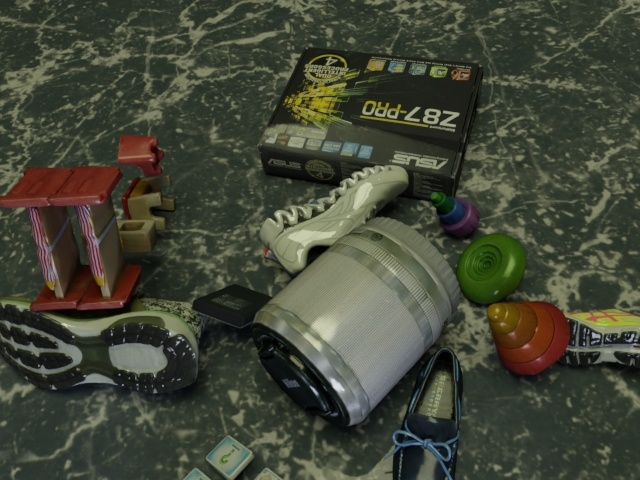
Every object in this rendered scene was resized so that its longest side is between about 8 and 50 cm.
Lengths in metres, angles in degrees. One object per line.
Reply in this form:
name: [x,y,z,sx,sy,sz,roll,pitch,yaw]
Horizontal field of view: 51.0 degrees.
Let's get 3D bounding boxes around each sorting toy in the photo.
sorting toy: [0.258,0.041,1.084,0.127,0.126,0.365,-40,42,21]

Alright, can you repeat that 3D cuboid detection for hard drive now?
hard drive: [-0.139,0.107,1.126,0.094,0.022,0.135,17,14,18]

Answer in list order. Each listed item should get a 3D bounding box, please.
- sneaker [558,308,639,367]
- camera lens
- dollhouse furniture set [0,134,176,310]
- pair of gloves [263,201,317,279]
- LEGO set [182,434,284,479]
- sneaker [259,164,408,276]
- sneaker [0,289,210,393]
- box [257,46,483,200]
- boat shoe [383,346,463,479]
sneaker: [0.431,0.145,1.054,0.209,0.081,0.094,8,24,22]
camera lens: [0.051,0.122,1.018,0.219,0.219,0.274,35,64,29]
dollhouse furniture set: [-0.372,-0.063,1.144,0.152,0.201,0.374,-1,29,2]
pair of gloves: [0.000,0.000,1.246,0.159,0.023,0.198,26,60,24]
LEGO set: [-0.138,0.362,0.898,0.182,0.060,0.244,-43,30,-23]
sneaker: [0.042,-0.035,1.200,0.292,0.110,0.118,-29,64,-11]
sneaker: [-0.368,0.150,1.138,0.411,0.157,0.182,6,22,14]
box: [0.109,-0.248,1.377,0.395,0.097,0.318,11,58,15]
boat shoe: [0.150,0.272,0.973,0.109,0.089,0.258,3,53,10]
